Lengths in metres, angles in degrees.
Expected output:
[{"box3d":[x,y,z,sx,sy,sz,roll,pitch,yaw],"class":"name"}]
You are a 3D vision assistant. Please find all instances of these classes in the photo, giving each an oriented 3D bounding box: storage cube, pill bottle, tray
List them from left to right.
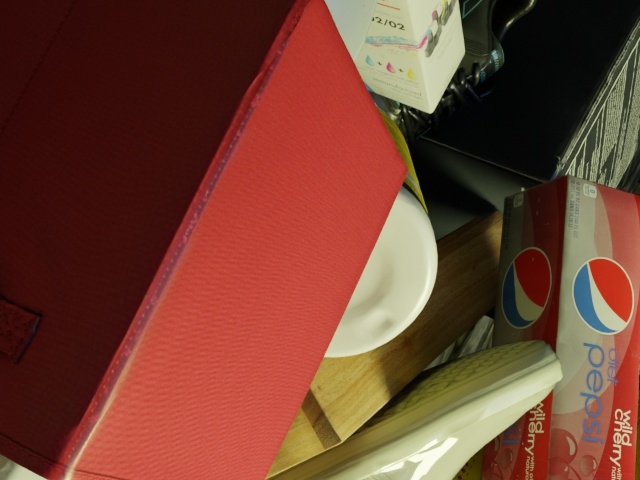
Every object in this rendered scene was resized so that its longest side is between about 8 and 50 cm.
[{"box3d":[-0.095,-0.010,0.457,0.193,0.183,0.215,-64,158,-9],"class":"storage cube"},{"box3d":[0.005,-0.027,0.665,0.208,0.119,0.119,-94,-164,-64],"class":"pill bottle"},{"box3d":[0.014,0.088,0.831,0.203,0.076,0.411,-32,178,30],"class":"tray"}]

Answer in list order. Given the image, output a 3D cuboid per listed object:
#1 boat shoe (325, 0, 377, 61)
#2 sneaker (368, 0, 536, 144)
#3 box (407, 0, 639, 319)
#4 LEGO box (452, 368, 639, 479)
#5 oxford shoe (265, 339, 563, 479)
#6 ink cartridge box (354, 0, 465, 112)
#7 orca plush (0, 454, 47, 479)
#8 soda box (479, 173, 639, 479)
[{"box3d":[-0.013,-0.184,0.601,0.095,0.084,0.258,17,95,-44],"class":"boat shoe"},{"box3d":[0.086,-0.142,0.859,0.267,0.106,0.101,-59,159,-15],"class":"sneaker"},{"box3d":[0.219,-0.109,1.100,0.294,0.182,0.296,-57,156,-25],"class":"box"},{"box3d":[0.129,0.350,0.959,0.500,0.193,0.372,-45,163,-54],"class":"LEGO box"},{"box3d":[-0.014,0.213,0.713,0.449,0.130,0.169,-32,175,-12],"class":"oxford shoe"},{"box3d":[0.033,-0.172,0.700,0.062,0.104,0.181,-60,157,-16],"class":"ink cartridge box"},{"box3d":[-0.154,0.103,0.621,0.151,0.102,0.287,6,100,-22],"class":"orca plush"},{"box3d":[0.192,0.089,0.812,0.092,0.083,0.263,-21,-120,63],"class":"soda box"}]
